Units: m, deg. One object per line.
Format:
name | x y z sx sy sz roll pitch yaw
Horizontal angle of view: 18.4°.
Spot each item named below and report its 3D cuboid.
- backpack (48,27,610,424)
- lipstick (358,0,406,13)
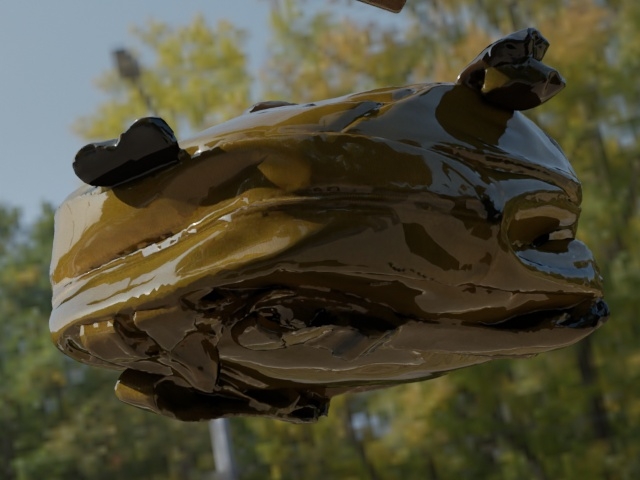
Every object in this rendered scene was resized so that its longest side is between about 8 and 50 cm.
backpack | 0.003 0.005 1.321 0.353 0.201 0.378 -23 -19 31
lipstick | -0.058 -0.220 1.279 0.254 0.070 0.070 18 -24 -5
